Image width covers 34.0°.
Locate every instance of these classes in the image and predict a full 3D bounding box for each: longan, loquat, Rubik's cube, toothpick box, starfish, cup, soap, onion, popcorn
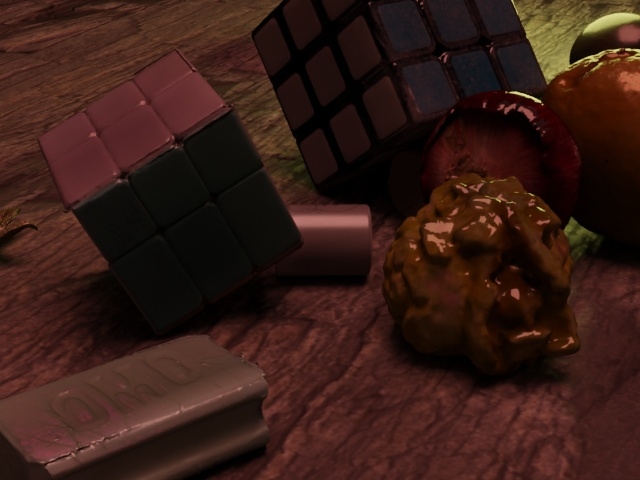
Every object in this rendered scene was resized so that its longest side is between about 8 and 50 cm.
[{"bbox_3d":[0.598,-0.362,2.089,0.198,0.198,0.212,-4,13,-9],"label":"longan"},{"bbox_3d":[0.444,-0.135,1.502,0.275,0.284,0.276,-1,15,0],"label":"loquat"},{"bbox_3d":[-0.192,-0.062,1.313,0.224,0.231,0.221,-32,36,-7],"label":"Rubik's cube"},{"bbox_3d":[0.208,-0.099,1.618,0.180,0.111,0.111,-13,29,-28],"label":"toothpick box"},{"bbox_3d":[-0.492,-0.006,1.480,0.216,0.050,0.223,-1,14,10],"label":"starfish"},{"bbox_3d":[0.000,-0.009,1.439,0.133,0.099,0.136,-1,27,-2],"label":"cup"},{"bbox_3d":[0.123,-0.287,1.673,0.305,0.301,0.303,-20,-6,-34],"label":"Rubik's cube"},{"bbox_3d":[-0.189,0.183,1.046,0.261,0.094,0.150,-18,32,-33],"label":"soap"},{"bbox_3d":[0.251,-0.085,1.436,0.161,0.248,0.248,-2,23,-31],"label":"onion"},{"bbox_3d":[0.196,0.034,1.246,0.259,0.212,0.259,-5,21,2],"label":"popcorn"}]

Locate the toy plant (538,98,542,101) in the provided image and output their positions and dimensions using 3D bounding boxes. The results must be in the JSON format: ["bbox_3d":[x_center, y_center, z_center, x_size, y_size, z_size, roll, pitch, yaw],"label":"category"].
[{"bbox_3d":[0.307,-0.252,1.916,0.315,0.185,0.224,32,42,21],"label":"toy plant"}]
